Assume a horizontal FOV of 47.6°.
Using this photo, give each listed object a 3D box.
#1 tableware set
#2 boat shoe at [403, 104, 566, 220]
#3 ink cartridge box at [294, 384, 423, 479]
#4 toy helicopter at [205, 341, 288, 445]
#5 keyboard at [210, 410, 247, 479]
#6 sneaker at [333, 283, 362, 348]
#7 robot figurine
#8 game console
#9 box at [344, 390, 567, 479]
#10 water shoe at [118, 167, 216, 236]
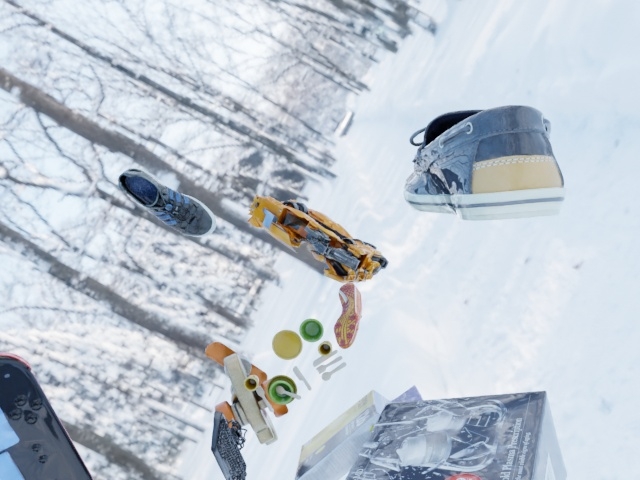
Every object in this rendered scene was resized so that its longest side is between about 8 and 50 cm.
[{"bbox_3d":[-0.046,0.189,1.097,0.154,0.104,0.024,-33,3,11],"label":"tableware set"},{"bbox_3d":[0.232,-0.119,1.101,0.500,0.187,0.156,-110,15,-85],"label":"boat shoe"},{"bbox_3d":[0.083,0.413,1.587,0.307,0.072,0.303,-41,-4,0],"label":"ink cartridge box"},{"bbox_3d":[-0.162,0.370,1.670,0.140,0.235,0.355,-26,-34,-9],"label":"toy helicopter"},{"bbox_3d":[-0.132,0.330,1.142,0.192,0.038,0.100,81,-175,-48],"label":"keyboard"},{"bbox_3d":[0.073,0.177,1.668,0.064,0.067,0.175,-14,43,27],"label":"sneaker"},{"bbox_3d":[0.000,0.000,1.482,0.211,0.291,0.085,3,-63,-59],"label":"robot figurine"},{"bbox_3d":[-0.674,0.423,1.365,0.386,0.342,0.060,-25,10,-9],"label":"game console"},{"bbox_3d":[0.228,0.420,1.218,0.312,0.179,0.343,-12,13,24],"label":"box"},{"bbox_3d":[-0.296,-0.064,1.382,0.073,0.203,0.080,-59,3,10],"label":"water shoe"}]
